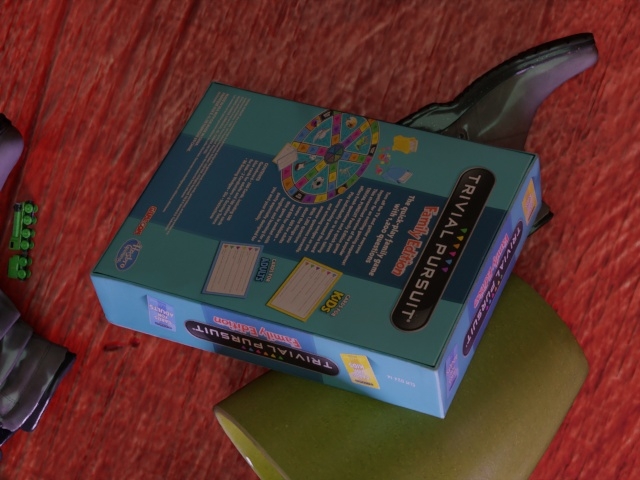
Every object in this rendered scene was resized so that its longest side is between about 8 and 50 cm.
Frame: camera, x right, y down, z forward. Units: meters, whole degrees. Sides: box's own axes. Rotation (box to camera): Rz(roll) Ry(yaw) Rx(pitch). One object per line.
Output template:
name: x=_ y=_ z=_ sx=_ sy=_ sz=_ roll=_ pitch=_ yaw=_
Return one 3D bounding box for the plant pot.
plant pot: x=0.097 y=0.166 z=1.632 sx=0.293 sy=0.275 sz=0.275 roll=-40 pitch=89 yaw=-10

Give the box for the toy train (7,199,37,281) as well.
toy train: x=-0.301 y=-0.001 z=1.756 sx=0.024 sy=0.017 sz=0.083 roll=7 pitch=93 yaw=14

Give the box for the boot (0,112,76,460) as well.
boot: x=-0.325 y=0.058 z=1.716 sx=0.223 sy=0.118 sz=0.338 roll=36 pitch=111 yaw=-1

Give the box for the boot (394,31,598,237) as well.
boot: x=0.185 y=-0.085 z=1.691 sx=0.246 sy=0.083 sz=0.161 roll=-29 pitch=95 yaw=13

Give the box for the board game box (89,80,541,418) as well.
board game box: x=0.000 y=0.000 z=1.589 sx=0.336 sy=0.079 sz=0.254 roll=15 pitch=55 yaw=21
